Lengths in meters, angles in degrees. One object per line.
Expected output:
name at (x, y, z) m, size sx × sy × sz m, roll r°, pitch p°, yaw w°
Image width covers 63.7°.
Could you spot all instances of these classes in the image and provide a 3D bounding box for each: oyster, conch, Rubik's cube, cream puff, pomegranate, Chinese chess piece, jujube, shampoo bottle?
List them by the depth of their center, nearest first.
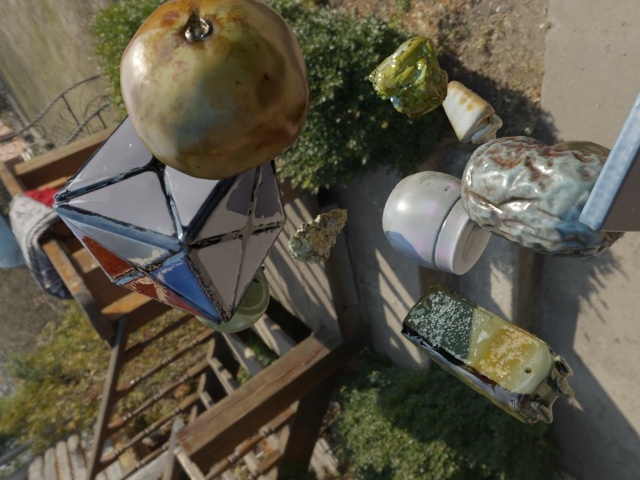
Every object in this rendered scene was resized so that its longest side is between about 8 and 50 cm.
pomegranate at (-0.133, -0.201, 0.721) m, size 0.229 × 0.252 × 0.270 m, roll 58°, pitch 178°, yaw 17°
jujube at (0.425, -0.086, 0.986) m, size 0.317 × 0.226 × 0.226 m, roll 24°, pitch 140°, yaw 48°
Rubik's cube at (-0.273, -0.058, 1.036) m, size 0.306 × 0.310 × 0.305 m, roll 18°, pitch 150°, yaw 18°
Chinese chess piece at (-0.223, 0.102, 1.227) m, size 0.092 × 0.237 × 0.238 m, roll -35°, pitch 88°, yaw 27°
cream puff at (0.232, -0.395, 1.270) m, size 0.221 × 0.194 × 0.195 m, roll -85°, pitch -24°, yaw -64°
shampoo bottle at (0.342, -0.053, 1.483) m, size 0.266 × 0.273 × 0.273 m, roll 26°, pitch 142°, yaw 34°
conch at (0.439, -0.381, 1.582) m, size 0.255 × 0.127 × 0.158 m, roll 41°, pitch -170°, yaw 13°
oyster at (0.001, 0.004, 1.742) m, size 0.107 × 0.354 × 0.201 m, roll 42°, pitch 121°, yaw 19°

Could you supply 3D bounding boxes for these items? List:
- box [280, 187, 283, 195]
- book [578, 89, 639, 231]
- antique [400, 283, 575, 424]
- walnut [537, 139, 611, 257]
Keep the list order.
box at (-0.152, -0.145, 1.424) m, size 0.117 × 0.050 × 0.036 m, roll 28°, pitch -150°, yaw -60°
book at (0.311, -0.129, 0.378) m, size 0.025 × 0.190 × 0.269 m, roll 48°, pitch 131°, yaw 51°
antique at (0.291, 0.198, 0.899) m, size 0.150 × 0.125 × 0.284 m, roll 42°, pitch 173°, yaw -35°
walnut at (0.639, -0.105, 1.344) m, size 0.333 × 0.332 × 0.333 m, roll 43°, pitch 152°, yaw 30°
